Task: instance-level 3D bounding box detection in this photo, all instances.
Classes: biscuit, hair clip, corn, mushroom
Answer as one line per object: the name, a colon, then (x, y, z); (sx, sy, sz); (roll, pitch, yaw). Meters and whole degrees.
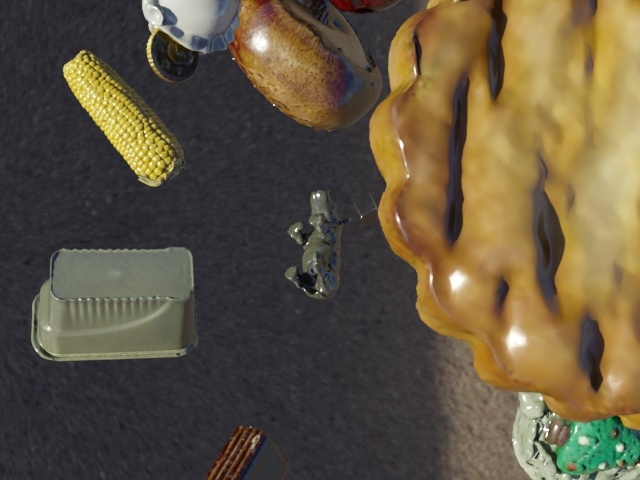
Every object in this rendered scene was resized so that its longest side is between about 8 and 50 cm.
biscuit: (0.181, -0.046, 0.686); (0.325, 0.107, 0.326); (2, 84, -14)
hair clip: (0.237, 0.044, 0.845); (0.138, 0.091, 0.321); (6, 95, -12)
corn: (-0.328, -0.205, 1.847); (0.091, 0.091, 0.260); (-39, 93, 10)
biscuit: (-0.148, 0.429, 1.774); (0.252, 0.070, 0.106); (-58, 137, -32)
mushroom: (-0.030, -0.285, 1.608); (0.163, 0.297, 0.278); (-27, 87, 20)

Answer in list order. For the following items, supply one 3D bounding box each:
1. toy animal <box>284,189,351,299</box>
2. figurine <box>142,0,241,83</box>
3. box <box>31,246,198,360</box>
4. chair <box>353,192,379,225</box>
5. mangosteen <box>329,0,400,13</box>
toy animal: (0.000, 0.000, 1.161); (0.065, 0.047, 0.136); (44, 36, -39)
figurine: (-0.134, -0.295, 1.183); (0.143, 0.143, 0.271); (24, 82, -18)
box: (-0.331, 0.096, 1.787); (0.274, 0.178, 0.138); (-1, 56, -12)
chair: (0.091, -0.039, 1.889); (0.042, 0.086, 0.037); (-37, 146, 3)
mangosteen: (0.073, -0.388, 1.478); (0.180, 0.166, 0.166); (-9, 92, -31)
